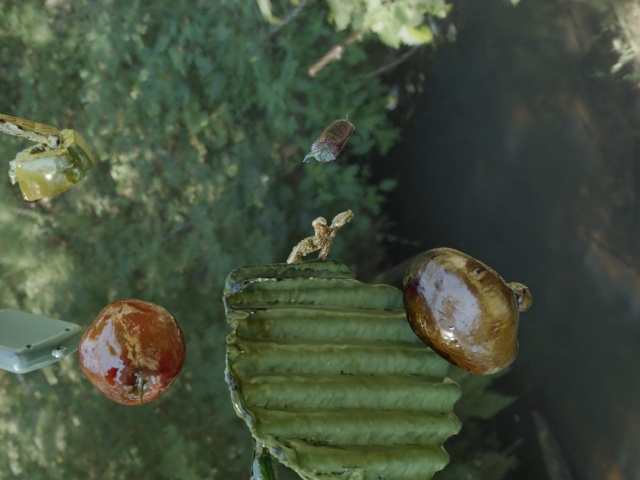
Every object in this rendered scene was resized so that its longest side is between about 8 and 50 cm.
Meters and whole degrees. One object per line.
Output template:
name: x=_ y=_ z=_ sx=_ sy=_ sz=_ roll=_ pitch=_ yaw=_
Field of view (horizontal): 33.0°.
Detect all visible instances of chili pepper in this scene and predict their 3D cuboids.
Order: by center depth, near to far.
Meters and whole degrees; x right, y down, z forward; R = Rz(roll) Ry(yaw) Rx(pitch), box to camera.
chili pepper: x=-0.083 y=0.479 z=1.816 sx=0.076 sy=0.085 sz=0.359 roll=-27 pitch=59 yaw=54

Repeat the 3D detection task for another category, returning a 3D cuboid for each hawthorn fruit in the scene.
hawthorn fruit: x=-0.215 y=0.138 z=1.259 sx=0.125 sy=0.125 sz=0.140 roll=112 pitch=137 yaw=-63

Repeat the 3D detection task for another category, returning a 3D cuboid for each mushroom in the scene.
mushroom: x=0.199 y=0.111 z=1.560 sx=0.194 sy=0.138 sz=0.231 roll=14 pitch=152 yaw=26

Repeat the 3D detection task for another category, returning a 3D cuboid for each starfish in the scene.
starfish: x=-0.007 y=-0.008 z=1.995 sx=0.053 sy=0.150 sz=0.209 roll=47 pitch=169 yaw=10

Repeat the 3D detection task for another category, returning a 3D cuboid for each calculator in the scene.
calculator: x=-0.486 y=0.157 z=1.717 sx=0.246 sy=0.141 sz=0.045 roll=7 pitch=110 yaw=36

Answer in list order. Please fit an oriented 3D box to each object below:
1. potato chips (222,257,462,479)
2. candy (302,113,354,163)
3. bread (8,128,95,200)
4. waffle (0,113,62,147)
potato chips: x=0.035 y=0.188 z=1.571 sx=0.070 sy=0.429 sz=0.358 roll=-38 pitch=55 yaw=43
candy: x=0.019 y=-0.155 z=1.678 sx=0.043 sy=0.175 sz=0.045 roll=41 pitch=126 yaw=-4
bread: x=-0.491 y=-0.133 z=2.004 sx=0.110 sy=0.156 sz=0.103 roll=30 pitch=157 yaw=54
waffle: x=-0.460 y=-0.168 z=1.603 sx=0.097 sy=0.153 sz=0.023 roll=-138 pitch=62 yaw=-71
